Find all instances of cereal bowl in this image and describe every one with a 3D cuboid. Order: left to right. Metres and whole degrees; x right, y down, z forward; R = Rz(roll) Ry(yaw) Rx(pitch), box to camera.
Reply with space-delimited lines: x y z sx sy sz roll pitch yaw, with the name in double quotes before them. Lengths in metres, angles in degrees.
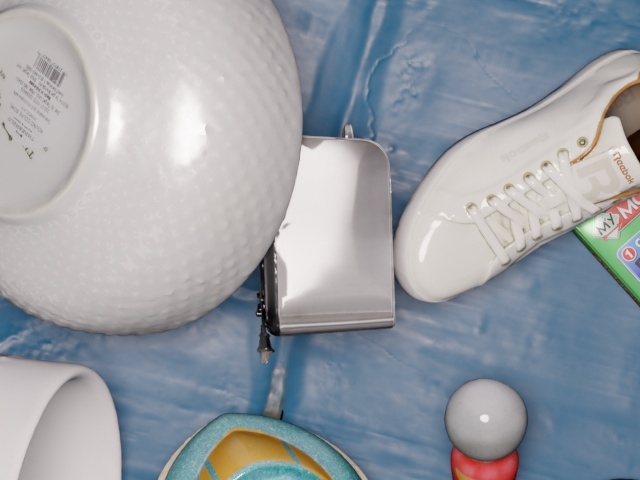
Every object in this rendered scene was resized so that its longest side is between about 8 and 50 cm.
"cereal bowl" -0.188 -0.092 1.431 0.339 0.141 0.338 -1 89 36

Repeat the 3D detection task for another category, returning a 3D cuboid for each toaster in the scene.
"toaster" 0.000 0.000 1.494 0.110 0.168 0.185 -2 90 0

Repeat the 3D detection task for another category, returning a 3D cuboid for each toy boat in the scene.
"toy boat" 0.019 0.211 1.482 0.318 0.148 0.267 -19 48 -15

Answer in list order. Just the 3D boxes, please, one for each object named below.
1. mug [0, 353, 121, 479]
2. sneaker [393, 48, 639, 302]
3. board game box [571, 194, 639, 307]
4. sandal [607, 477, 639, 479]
"mug" -0.362 0.261 1.435 0.328 0.276 0.374 6 72 12
"sneaker" 0.184 -0.053 1.482 0.290 0.123 0.106 -41 114 -9
"board game box" 0.394 -0.042 1.549 0.317 0.046 0.213 -41 89 2
"sandal" 0.420 0.317 1.519 0.446 0.167 0.107 19 116 8
